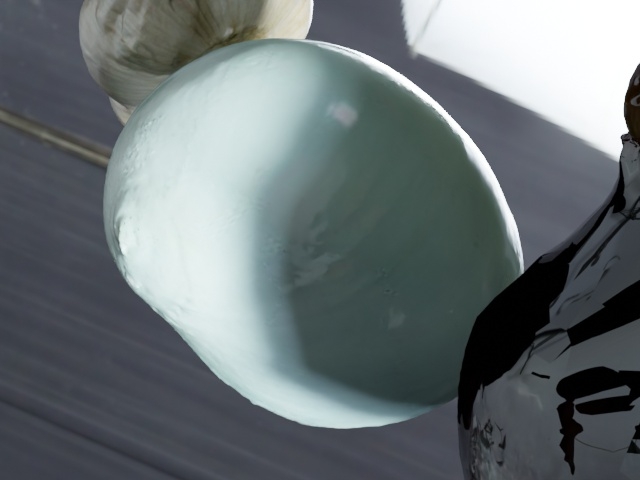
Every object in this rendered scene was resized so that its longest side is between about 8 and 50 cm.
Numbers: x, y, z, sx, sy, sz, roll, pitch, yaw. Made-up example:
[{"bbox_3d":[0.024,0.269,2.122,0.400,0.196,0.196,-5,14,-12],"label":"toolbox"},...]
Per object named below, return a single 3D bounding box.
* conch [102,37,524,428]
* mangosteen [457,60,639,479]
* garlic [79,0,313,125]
[{"bbox_3d":[-0.002,0.001,0.645,0.121,0.221,0.184,-68,180,-72],"label":"conch"},{"bbox_3d":[0.186,0.041,0.463,0.287,0.233,0.287,-50,164,-19],"label":"mangosteen"},{"bbox_3d":[-0.128,-0.211,1.137,0.219,0.212,0.218,-27,145,-21],"label":"garlic"}]
